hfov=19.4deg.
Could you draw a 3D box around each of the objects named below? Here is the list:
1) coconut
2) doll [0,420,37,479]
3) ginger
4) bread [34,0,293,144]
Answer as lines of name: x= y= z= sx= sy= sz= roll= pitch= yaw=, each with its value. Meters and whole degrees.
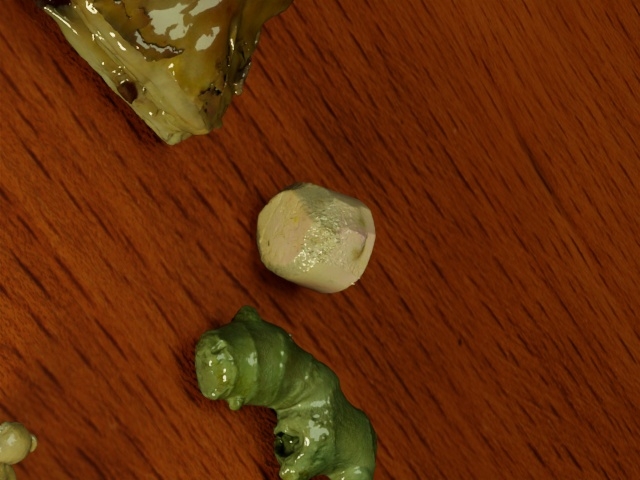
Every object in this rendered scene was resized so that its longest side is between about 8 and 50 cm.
coconut: x=0.000 y=0.000 z=2.107 sx=0.122 sy=0.116 sz=0.116 roll=18 pitch=62 yaw=-46
doll: x=-0.288 y=0.209 z=1.678 sx=0.061 sy=0.051 sz=0.093 roll=28 pitch=56 yaw=-54
ginger: x=-0.031 y=0.180 z=2.017 sx=0.290 sy=0.089 sz=0.137 roll=53 pitch=58 yaw=-32
bread: x=-0.144 y=-0.303 z=1.974 sx=0.277 sy=0.167 sz=0.324 roll=46 pitch=48 yaw=-29
